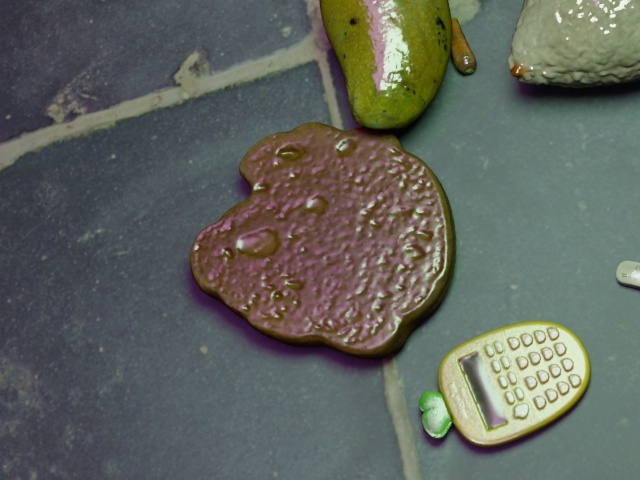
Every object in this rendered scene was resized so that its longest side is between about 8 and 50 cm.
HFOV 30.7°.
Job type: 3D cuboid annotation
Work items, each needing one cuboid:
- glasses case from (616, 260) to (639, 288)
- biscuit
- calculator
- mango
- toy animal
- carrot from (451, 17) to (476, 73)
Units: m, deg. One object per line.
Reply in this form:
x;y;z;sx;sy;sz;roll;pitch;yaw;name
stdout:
0.429;0.049;1.524;0.083;0.021;0.032;15;78;21;glasses case
0.000;0.000;1.650;0.381;0.074;0.359;-9;67;17;biscuit
0.239;0.191;1.530;0.234;0.032;0.146;-24;66;7;calculator
0.100;-0.316;1.667;0.176;0.175;0.330;-25;60;23;mango
0.408;-0.326;1.571;0.358;0.188;0.226;-44;59;0;toy animal
0.204;-0.285;1.707;0.032;0.032;0.093;-20;64;10;carrot
